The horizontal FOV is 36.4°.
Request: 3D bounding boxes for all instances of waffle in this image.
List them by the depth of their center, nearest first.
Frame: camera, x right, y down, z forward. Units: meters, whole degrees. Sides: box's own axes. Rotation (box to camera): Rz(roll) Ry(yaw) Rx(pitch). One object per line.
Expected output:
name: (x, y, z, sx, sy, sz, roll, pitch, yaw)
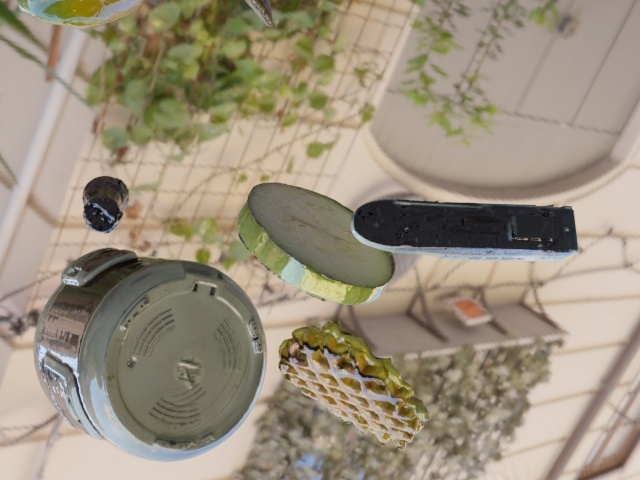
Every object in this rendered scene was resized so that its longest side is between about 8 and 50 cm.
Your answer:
waffle: (0.045, 0.210, 1.398, 0.238, 0.243, 0.058, 33, -117, 0)

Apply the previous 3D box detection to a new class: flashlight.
flashlight: (-0.409, -0.068, 1.828, 0.093, 0.093, 0.232, 20, -173, -11)

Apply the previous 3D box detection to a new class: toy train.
toy train: (0.136, -0.009, 0.952, 0.234, 0.052, 0.051, 1, 162, -16)

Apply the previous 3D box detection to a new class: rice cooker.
rice cooker: (-0.287, 0.178, 1.577, 0.335, 0.335, 0.325, 11, 177, -33)

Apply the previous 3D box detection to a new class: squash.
squash: (-0.003, 0.004, 1.263, 0.219, 0.041, 0.219, 25, -153, -14)

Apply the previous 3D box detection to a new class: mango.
mango: (-0.344, -0.367, 1.416, 0.195, 0.130, 0.091, -19, -110, -18)

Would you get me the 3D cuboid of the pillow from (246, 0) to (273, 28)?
pillow: (-0.138, -0.521, 1.914, 0.113, 0.038, 0.203, 40, -150, -59)
